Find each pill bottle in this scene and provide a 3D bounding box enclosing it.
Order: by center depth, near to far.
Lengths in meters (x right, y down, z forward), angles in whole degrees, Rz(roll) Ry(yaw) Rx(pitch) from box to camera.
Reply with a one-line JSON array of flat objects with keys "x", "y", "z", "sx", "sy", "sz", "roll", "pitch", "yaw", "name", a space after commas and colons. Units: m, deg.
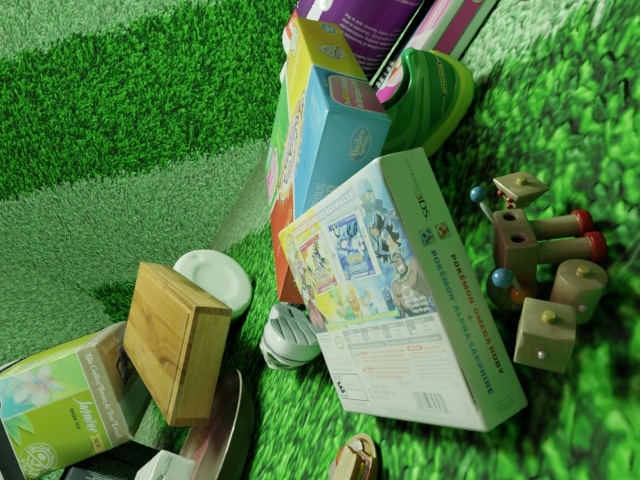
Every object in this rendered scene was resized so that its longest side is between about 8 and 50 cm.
[{"x": 0.053, "y": -0.384, "z": 0.873, "sx": 0.323, "sy": 0.182, "sz": 0.181, "roll": -52, "pitch": 18, "yaw": 40, "name": "pill bottle"}, {"x": -0.340, "y": 0.206, "z": 1.328, "sx": 0.361, "sy": 0.204, "sz": 0.204, "roll": -51, "pitch": 19, "yaw": 36, "name": "pill bottle"}]

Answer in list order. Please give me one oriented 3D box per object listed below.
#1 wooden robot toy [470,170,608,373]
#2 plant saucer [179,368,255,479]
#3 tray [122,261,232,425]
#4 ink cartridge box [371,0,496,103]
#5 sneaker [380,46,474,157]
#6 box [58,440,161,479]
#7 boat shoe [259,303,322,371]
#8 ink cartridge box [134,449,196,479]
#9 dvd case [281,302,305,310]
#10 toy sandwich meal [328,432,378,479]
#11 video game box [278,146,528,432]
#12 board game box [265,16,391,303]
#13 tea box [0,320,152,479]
[{"x": 0.147, "y": 0.026, "z": 0.353, "sx": 0.173, "sy": 0.076, "sz": 0.079, "roll": -82, "pitch": -11, "yaw": -51, "name": "wooden robot toy"}, {"x": -0.182, "y": 0.365, "z": 0.837, "sx": 0.310, "sy": 0.050, "sz": 0.310, "roll": -55, "pitch": 17, "yaw": 25, "name": "plant saucer"}, {"x": -0.302, "y": 0.179, "z": 1.018, "sx": 0.411, "sy": 0.076, "sz": 0.202, "roll": 15, "pitch": 93, "yaw": 57, "name": "tray"}, {"x": 0.148, "y": -0.271, "z": 0.825, "sx": 0.370, "sy": 0.069, "sz": 0.175, "roll": -59, "pitch": 15, "yaw": 20, "name": "ink cartridge box"}, {"x": 0.072, "y": -0.114, "z": 0.676, "sx": 0.295, "sy": 0.124, "sz": 0.109, "roll": -58, "pitch": 16, "yaw": 18, "name": "sneaker"}, {"x": -0.494, "y": 0.622, "z": 1.109, "sx": 0.293, "sy": 0.212, "sz": 0.395, "roll": -65, "pitch": 15, "yaw": -11, "name": "box"}, {"x": -0.043, "y": 0.149, "z": 0.725, "sx": 0.226, "sy": 0.083, "sz": 0.075, "roll": -140, "pitch": 66, "yaw": -86, "name": "boat shoe"}, {"x": -0.264, "y": 0.412, "z": 0.816, "sx": 0.150, "sy": 0.063, "sz": 0.109, "roll": -47, "pitch": 21, "yaw": 44, "name": "ink cartridge box"}, {"x": 0.000, "y": 0.000, "z": 0.901, "sx": 0.179, "sy": 0.030, "sz": 0.238, "roll": -49, "pitch": 21, "yaw": 41, "name": "dvd case"}, {"x": 0.022, "y": 0.211, "z": 0.462, "sx": 0.085, "sy": 0.029, "sz": 0.085, "roll": -55, "pitch": 17, "yaw": 26, "name": "toy sandwich meal"}, {"x": 0.046, "y": 0.050, "z": 0.420, "sx": 0.048, "sy": 0.187, "sz": 0.205, "roll": -21, "pitch": -4, "yaw": -27, "name": "video game box"}, {"x": -0.011, "y": -0.114, "z": 0.650, "sx": 0.316, "sy": 0.064, "sz": 0.242, "roll": -102, "pitch": 23, "yaw": -52, "name": "board game box"}, {"x": -0.581, "y": 0.353, "z": 1.149, "sx": 0.324, "sy": 0.219, "sz": 0.329, "roll": -21, "pitch": 3, "yaw": -9, "name": "tea box"}]
